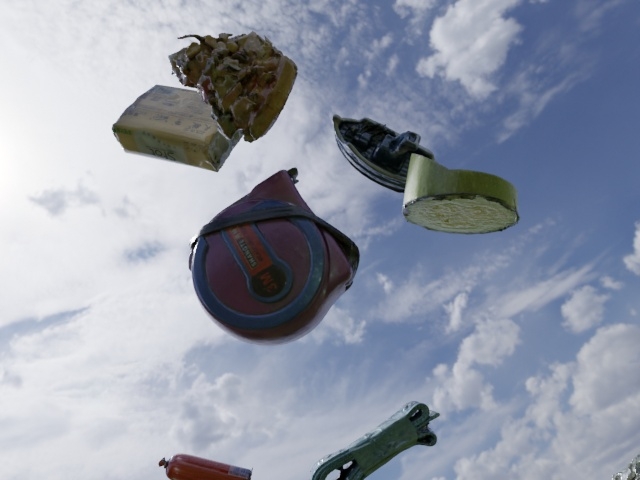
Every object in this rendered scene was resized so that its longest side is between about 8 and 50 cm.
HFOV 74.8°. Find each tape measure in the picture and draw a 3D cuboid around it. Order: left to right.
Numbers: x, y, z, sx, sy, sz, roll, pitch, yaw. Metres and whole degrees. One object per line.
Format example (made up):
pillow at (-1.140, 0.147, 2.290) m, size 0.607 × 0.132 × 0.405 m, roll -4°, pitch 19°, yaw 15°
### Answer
tape measure at (-0.072, 0.039, 0.653) m, size 0.245 × 0.231 × 0.149 m, roll -32°, pitch -19°, yaw -7°

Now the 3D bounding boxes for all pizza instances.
pizza at (-0.134, -0.251, 0.617) m, size 0.147 × 0.226 × 0.069 m, roll -44°, pitch -16°, yaw 8°

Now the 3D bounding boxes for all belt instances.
belt at (0.114, 0.435, 0.863) m, size 0.302 × 0.087 × 0.072 m, roll -27°, pitch -16°, yaw -10°

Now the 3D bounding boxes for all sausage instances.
sausage at (-0.178, 0.361, 0.644) m, size 0.145 × 0.050 × 0.048 m, roll 15°, pitch -15°, yaw -3°

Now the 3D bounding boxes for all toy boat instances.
toy boat at (0.162, -0.208, 0.970) m, size 0.309 × 0.129 × 0.142 m, roll 28°, pitch -29°, yaw 0°

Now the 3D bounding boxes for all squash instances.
squash at (0.269, -0.090, 0.788) m, size 0.220 × 0.220 × 0.133 m, roll 22°, pitch -101°, yaw -35°

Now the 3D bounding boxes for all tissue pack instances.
tissue pack at (-0.278, -0.237, 0.863) m, size 0.222 × 0.186 × 0.090 m, roll 13°, pitch -38°, yaw 9°

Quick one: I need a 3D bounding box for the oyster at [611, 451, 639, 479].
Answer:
oyster at (0.287, 0.236, 0.396) m, size 0.098 × 0.037 × 0.100 m, roll 26°, pitch -101°, yaw -72°
